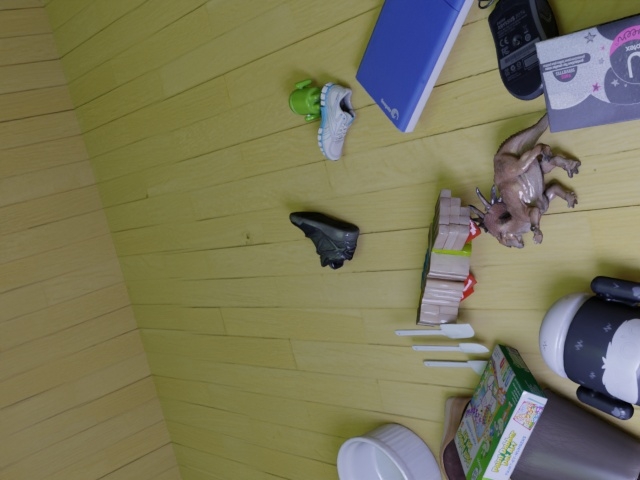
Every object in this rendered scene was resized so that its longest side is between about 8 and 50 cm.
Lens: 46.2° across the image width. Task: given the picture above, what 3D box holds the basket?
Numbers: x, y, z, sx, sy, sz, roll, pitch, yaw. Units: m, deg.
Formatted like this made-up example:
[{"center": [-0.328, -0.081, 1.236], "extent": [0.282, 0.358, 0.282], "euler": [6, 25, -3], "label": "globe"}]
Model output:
[{"center": [0.519, 0.422, 1.477], "extent": [0.227, 0.204, 0.154], "euler": [17, 156, 35], "label": "basket"}]

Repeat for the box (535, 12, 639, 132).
[{"center": [0.498, -0.278, 1.212], "extent": [0.247, 0.142, 0.163], "euler": [-2, 104, 49], "label": "box"}]

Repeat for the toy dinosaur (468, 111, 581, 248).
[{"center": [0.377, -0.109, 1.449], "extent": [0.200, 0.127, 0.295], "euler": [17, 112, 52], "label": "toy dinosaur"}]

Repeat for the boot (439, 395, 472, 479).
[{"center": [0.375, 0.487, 1.721], "extent": [0.207, 0.090, 0.248], "euler": [10, 109, 49], "label": "boot"}]

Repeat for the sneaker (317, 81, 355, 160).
[{"center": [0.044, -0.280, 1.800], "extent": [0.083, 0.071, 0.190], "euler": [18, 119, 38], "label": "sneaker"}]

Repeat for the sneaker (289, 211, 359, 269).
[{"center": [0.000, 0.000, 1.953], "extent": [0.228, 0.087, 0.130], "euler": [23, 116, 36], "label": "sneaker"}]

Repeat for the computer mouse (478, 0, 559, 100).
[{"center": [0.381, -0.388, 1.368], "extent": [0.189, 0.072, 0.272], "euler": [-16, 81, 53], "label": "computer mouse"}]

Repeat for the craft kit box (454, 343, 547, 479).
[{"center": [0.360, 0.368, 1.536], "extent": [0.061, 0.250, 0.246], "euler": [18, 102, -3], "label": "craft kit box"}]

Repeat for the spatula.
[{"center": [0.291, 0.253, 1.728], "extent": [0.168, 0.019, 0.242], "euler": [47, 147, -23], "label": "spatula"}]

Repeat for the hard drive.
[{"center": [0.186, -0.417, 1.568], "extent": [0.210, 0.040, 0.318], "euler": [57, 141, 34], "label": "hard drive"}]

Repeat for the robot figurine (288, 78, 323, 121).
[{"center": [-0.033, -0.345, 1.859], "extent": [0.115, 0.067, 0.101], "euler": [6, 122, 48], "label": "robot figurine"}]

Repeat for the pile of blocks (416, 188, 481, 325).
[{"center": [0.290, 0.050, 1.647], "extent": [0.113, 0.149, 0.362], "euler": [7, 131, 2], "label": "pile of blocks"}]

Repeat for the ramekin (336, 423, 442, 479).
[{"center": [0.185, 0.616, 1.963], "extent": [0.277, 0.135, 0.277], "euler": [23, 123, 42], "label": "ramekin"}]

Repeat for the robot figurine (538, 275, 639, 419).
[{"center": [0.535, 0.193, 1.353], "extent": [0.278, 0.209, 0.173], "euler": [16, 160, 44], "label": "robot figurine"}]
